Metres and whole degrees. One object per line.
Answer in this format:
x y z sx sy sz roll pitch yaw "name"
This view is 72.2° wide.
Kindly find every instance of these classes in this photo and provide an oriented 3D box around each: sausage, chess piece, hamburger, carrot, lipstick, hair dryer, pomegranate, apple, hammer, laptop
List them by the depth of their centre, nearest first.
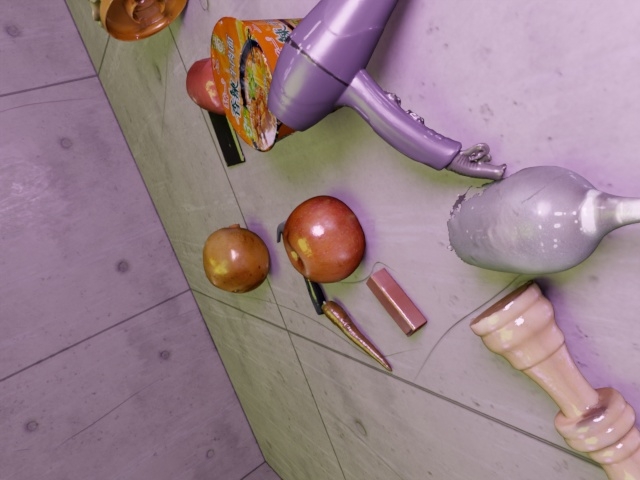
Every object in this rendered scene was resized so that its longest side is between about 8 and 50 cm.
0.376 0.245 0.596 0.397 0.117 0.117 54 150 15 "chess piece"
0.126 -0.213 0.609 0.361 0.121 0.301 40 114 -1 "hair dryer"
0.159 0.129 0.927 0.145 0.045 0.045 53 151 22 "lipstick"
0.000 0.000 0.963 0.201 0.162 0.201 37 141 37 "apple"
-0.256 -0.387 1.095 0.254 0.148 0.148 30 137 47 "sausage"
-0.495 -0.678 1.119 0.212 0.274 0.274 57 152 -2 "hamburger"
0.094 0.246 1.142 0.254 0.049 0.049 43 146 26 "carrot"
-0.047 0.078 1.239 0.137 0.037 0.290 -7 107 60 "hammer"
-0.290 -0.324 1.336 0.135 0.016 0.197 3 116 57 "laptop"
-0.274 0.064 1.428 0.233 0.233 0.233 39 144 37 "pomegranate"

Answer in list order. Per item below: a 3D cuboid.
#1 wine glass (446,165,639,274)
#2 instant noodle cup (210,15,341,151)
0.289 -0.023 0.481 0.321 0.143 0.144 -5 109 60 "wine glass"
-0.068 -0.298 0.806 0.230 0.182 0.231 39 143 37 "instant noodle cup"
